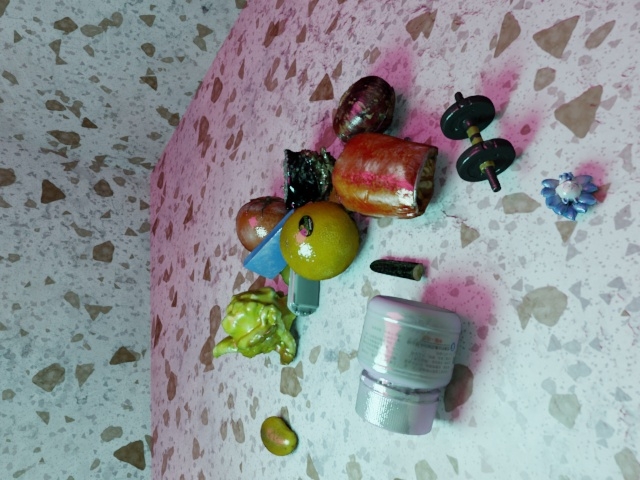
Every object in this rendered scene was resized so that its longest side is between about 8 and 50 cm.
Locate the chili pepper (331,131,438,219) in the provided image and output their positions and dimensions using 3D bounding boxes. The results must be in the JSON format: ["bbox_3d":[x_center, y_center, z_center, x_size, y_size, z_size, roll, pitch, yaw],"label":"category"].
[{"bbox_3d":[0.216,-0.189,1.360,0.305,0.229,0.251,19,65,40],"label":"chili pepper"}]

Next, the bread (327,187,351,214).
[{"bbox_3d":[0.077,-0.151,1.629,0.139,0.071,0.129,41,117,51],"label":"bread"}]

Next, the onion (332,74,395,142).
[{"bbox_3d":[0.150,-0.429,1.513,0.246,0.190,0.246,-57,20,33],"label":"onion"}]

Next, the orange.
[{"bbox_3d":[0.000,0.000,1.524,0.274,0.274,0.274,-21,63,49],"label":"orange"}]

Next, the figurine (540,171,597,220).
[{"bbox_3d":[0.536,-0.091,0.979,0.114,0.079,0.114,-3,66,7],"label":"figurine"}]

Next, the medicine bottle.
[{"bbox_3d":[0.213,0.308,1.156,0.241,0.241,0.301,11,88,54],"label":"medicine bottle"}]

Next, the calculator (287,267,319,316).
[{"bbox_3d":[-0.057,0.154,1.659,0.045,0.141,0.245,-7,74,40],"label":"calculator"}]

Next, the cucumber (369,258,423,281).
[{"bbox_3d":[0.224,0.086,1.368,0.215,0.058,0.052,4,117,57],"label":"cucumber"}]

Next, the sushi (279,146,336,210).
[{"bbox_3d":[-0.036,-0.230,1.678,0.238,0.219,0.224,-148,54,-72],"label":"sushi"}]

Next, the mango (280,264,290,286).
[{"bbox_3d":[-0.108,0.113,1.784,0.191,0.086,0.122,43,116,48],"label":"mango"}]

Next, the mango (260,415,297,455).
[{"bbox_3d":[-0.157,0.723,1.666,0.178,0.090,0.115,26,94,45],"label":"mango"}]

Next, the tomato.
[{"bbox_3d":[-0.207,-0.051,1.823,0.265,0.265,0.264,-21,63,49],"label":"tomato"}]

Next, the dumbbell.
[{"bbox_3d":[0.399,-0.260,1.162,0.143,0.143,0.325,-38,51,41],"label":"dumbbell"}]

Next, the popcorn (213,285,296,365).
[{"bbox_3d":[-0.243,0.325,1.767,0.321,0.325,0.289,2,71,13],"label":"popcorn"}]

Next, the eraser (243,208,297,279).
[{"bbox_3d":[-0.142,0.018,1.701,0.312,0.144,0.042,-45,38,23],"label":"eraser"}]

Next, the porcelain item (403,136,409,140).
[{"bbox_3d":[0.273,-0.296,1.447,0.136,0.021,0.075,-6,73,52],"label":"porcelain item"}]
